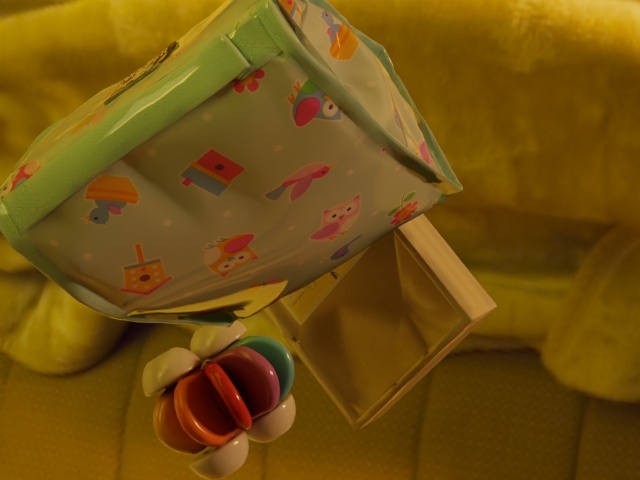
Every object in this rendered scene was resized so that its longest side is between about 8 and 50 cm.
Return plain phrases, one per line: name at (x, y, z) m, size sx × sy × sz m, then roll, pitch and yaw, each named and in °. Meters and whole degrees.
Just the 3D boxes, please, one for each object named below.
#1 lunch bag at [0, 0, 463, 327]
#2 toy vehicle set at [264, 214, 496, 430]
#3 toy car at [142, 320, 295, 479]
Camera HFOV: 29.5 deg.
lunch bag at (-0.060, -0.056, 0.785) m, size 0.223 × 0.160 × 0.262 m, roll -32°, pitch 161°, yaw 16°
toy vehicle set at (0.000, 0.000, 0.963) m, size 0.267 × 0.035 × 0.166 m, roll 52°, pitch 131°, yaw 13°
toy car at (-0.103, 0.173, 1.407) m, size 0.159 × 0.182 × 0.136 m, roll 57°, pitch 143°, yaw 0°
